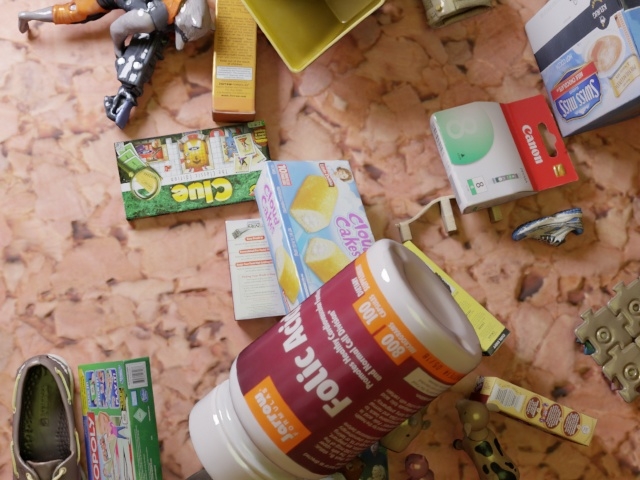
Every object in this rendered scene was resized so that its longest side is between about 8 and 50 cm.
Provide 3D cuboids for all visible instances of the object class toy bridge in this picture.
[{"bbox_3d":[0.221,-0.045,1.593,0.188,0.026,0.063,-12,83,-7],"label":"toy bridge"}]

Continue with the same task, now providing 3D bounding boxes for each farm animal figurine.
[{"bbox_3d":[0.159,0.268,1.452,0.330,0.172,0.326,7,70,-7],"label":"farm animal figurine"}]

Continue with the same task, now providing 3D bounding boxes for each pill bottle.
[{"bbox_3d":[0.013,0.197,1.299,0.392,0.224,0.224,-40,89,16],"label":"pill bottle"}]

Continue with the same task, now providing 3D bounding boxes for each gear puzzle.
[{"bbox_3d":[0.607,0.122,1.615,0.339,0.044,0.175,-37,87,-12],"label":"gear puzzle"}]

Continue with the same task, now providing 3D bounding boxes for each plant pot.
[{"bbox_3d":[0.009,-0.438,1.504,0.212,0.187,0.212,-33,94,35],"label":"plant pot"}]

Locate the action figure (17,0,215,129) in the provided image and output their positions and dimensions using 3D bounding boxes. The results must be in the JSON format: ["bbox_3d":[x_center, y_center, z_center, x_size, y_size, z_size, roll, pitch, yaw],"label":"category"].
[{"bbox_3d":[-0.340,-0.373,1.496,0.330,0.178,0.341,13,79,5],"label":"action figure"}]

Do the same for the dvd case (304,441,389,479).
[{"bbox_3d":[0.024,0.391,1.491,0.180,0.022,0.253,1,70,-9],"label":"dvd case"}]

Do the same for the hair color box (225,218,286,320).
[{"bbox_3d":[-0.107,0.048,1.532,0.093,0.053,0.167,-5,85,-8],"label":"hair color box"}]

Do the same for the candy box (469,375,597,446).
[{"bbox_3d":[0.355,0.285,1.530,0.187,0.109,0.053,21,81,-3],"label":"candy box"}]

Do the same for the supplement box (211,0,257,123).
[{"bbox_3d":[-0.146,-0.323,1.557,0.080,0.078,0.233,0,84,-6],"label":"supplement box"}]

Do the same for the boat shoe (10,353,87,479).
[{"bbox_3d":[-0.434,0.343,1.440,0.117,0.097,0.324,-3,84,-7],"label":"boat shoe"}]

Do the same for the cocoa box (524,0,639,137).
[{"bbox_3d":[0.526,-0.334,1.497,0.231,0.347,0.228,-17,87,-8],"label":"cocoa box"}]

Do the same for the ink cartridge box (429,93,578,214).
[{"bbox_3d":[0.324,-0.162,1.591,0.225,0.056,0.181,-17,75,-6],"label":"ink cartridge box"}]

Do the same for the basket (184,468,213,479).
[{"bbox_3d":[-0.153,0.439,1.396,0.204,0.227,0.154,-21,87,-9],"label":"basket"}]

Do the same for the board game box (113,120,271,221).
[{"bbox_3d":[-0.212,-0.120,1.552,0.260,0.030,0.136,-10,87,-7],"label":"board game box"}]

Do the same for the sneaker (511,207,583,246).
[{"bbox_3d":[0.404,-0.015,1.599,0.135,0.052,0.058,-17,90,-8],"label":"sneaker"}]

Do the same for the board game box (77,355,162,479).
[{"bbox_3d":[-0.305,0.343,1.399,0.046,0.213,0.317,-4,83,-34],"label":"board game box"}]

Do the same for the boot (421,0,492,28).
[{"bbox_3d":[0.163,-0.473,1.603,0.262,0.095,0.203,-11,87,-10],"label":"boot"}]

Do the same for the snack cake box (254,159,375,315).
[{"bbox_3d":[0.000,0.000,1.465,0.152,0.089,0.264,-4,59,-22],"label":"snack cake box"}]

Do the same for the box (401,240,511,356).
[{"bbox_3d":[0.209,0.101,1.547,0.232,0.087,0.058,41,79,0],"label":"box"}]
